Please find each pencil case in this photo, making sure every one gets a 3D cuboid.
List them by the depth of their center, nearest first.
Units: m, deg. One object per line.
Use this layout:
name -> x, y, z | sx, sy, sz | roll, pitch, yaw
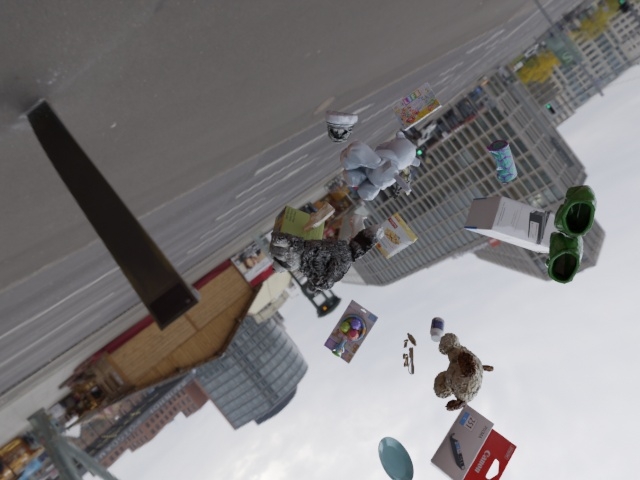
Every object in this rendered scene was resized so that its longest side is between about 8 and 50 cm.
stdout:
pencil case -> 0.631, -0.274, 1.478 | 0.070, 0.152, 0.064 | -7, -137, 33

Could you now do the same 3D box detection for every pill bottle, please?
pill bottle -> 0.581, 0.445, 2.123 | 0.067, 0.067, 0.120 | -36, -163, 38

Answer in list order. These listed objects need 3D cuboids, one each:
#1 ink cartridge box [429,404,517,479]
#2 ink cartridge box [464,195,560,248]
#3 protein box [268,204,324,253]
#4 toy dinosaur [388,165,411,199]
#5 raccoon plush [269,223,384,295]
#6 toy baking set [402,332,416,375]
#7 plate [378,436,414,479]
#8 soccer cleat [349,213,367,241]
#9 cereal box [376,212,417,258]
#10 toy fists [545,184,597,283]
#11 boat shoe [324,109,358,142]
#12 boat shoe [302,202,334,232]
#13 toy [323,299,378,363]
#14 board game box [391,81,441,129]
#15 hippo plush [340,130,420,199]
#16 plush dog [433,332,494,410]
ink cartridge box -> 0.645, 0.890, 1.781 | 0.296, 0.261, 0.066 | -47, 155, -23
ink cartridge box -> 0.932, -0.071, 2.000 | 0.285, 0.394, 0.166 | -150, -103, -84
protein box -> -0.111, -0.019, 1.974 | 0.136, 0.201, 0.200 | -39, -145, 54
toy dinosaur -> 0.353, -0.236, 1.846 | 0.118, 0.064, 0.268 | -49, 154, -12
raccoon plush -> 0.000, 0.000, 1.730 | 0.446, 0.299, 0.216 | -43, -169, -20
toy baking set -> 0.499, 0.628, 2.350 | 0.030, 0.197, 0.256 | 5, -175, -4
plate -> 0.298, 0.887, 1.714 | 0.024, 0.188, 0.188 | -48, 177, 29
soccer cleat -> 0.166, -0.019, 1.851 | 0.076, 0.196, 0.068 | 3, 172, 4
cereal box -> 0.370, -0.020, 2.217 | 0.047, 0.173, 0.240 | -36, 176, -35
toy fists -> 0.708, -0.020, 1.212 | 0.096, 0.279, 0.142 | 16, -151, 30
boat shoe -> 0.084, -0.438, 1.663 | 0.335, 0.121, 0.119 | -50, 151, -72
boat shoe -> -0.017, -0.103, 1.893 | 0.170, 0.059, 0.063 | -38, 164, 0
toy -> 0.121, 0.386, 1.788 | 0.237, 0.136, 0.056 | -60, 162, 9
board game box -> 0.355, -0.496, 1.580 | 0.154, 0.103, 0.026 | -32, 173, 26
hippo plush -> 0.230, -0.311, 1.565 | 0.236, 0.234, 0.294 | -46, -163, -25
plush dog -> 0.523, 0.495, 1.545 | 0.210, 0.263, 0.225 | 8, -168, 16
